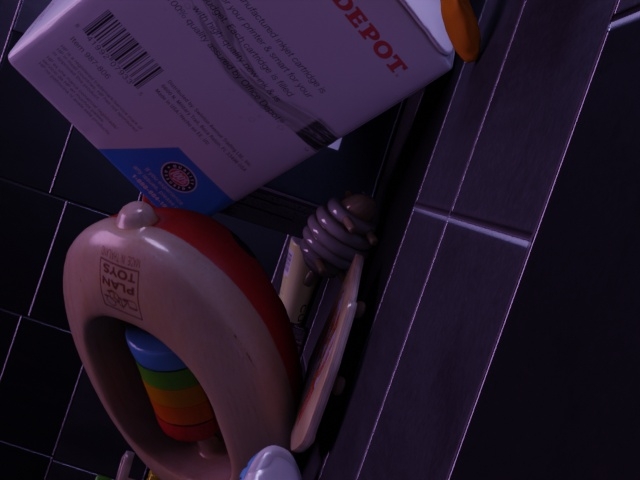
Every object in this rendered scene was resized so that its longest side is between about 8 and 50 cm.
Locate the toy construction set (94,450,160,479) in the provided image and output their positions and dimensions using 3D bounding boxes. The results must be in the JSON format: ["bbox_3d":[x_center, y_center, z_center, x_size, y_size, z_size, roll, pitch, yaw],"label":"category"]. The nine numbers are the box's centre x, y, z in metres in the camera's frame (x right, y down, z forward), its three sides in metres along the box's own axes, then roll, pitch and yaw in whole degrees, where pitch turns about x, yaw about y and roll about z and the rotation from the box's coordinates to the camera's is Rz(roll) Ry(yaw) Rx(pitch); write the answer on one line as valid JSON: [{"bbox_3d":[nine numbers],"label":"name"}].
[{"bbox_3d":[-0.215,0.353,1.708,0.257,0.237,0.309,148,141,-84],"label":"toy construction set"}]

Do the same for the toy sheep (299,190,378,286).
[{"bbox_3d":[0.019,0.001,1.278,0.132,0.091,0.091,-51,9,15],"label":"toy sheep"}]

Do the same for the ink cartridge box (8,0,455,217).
[{"bbox_3d":[-0.087,-0.229,1.216,0.395,0.285,0.166,-29,28,29],"label":"ink cartridge box"}]

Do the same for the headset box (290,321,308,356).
[{"bbox_3d":[-0.049,0.177,1.742,0.062,0.032,0.083,115,172,-62],"label":"headset box"}]

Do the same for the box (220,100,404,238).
[{"bbox_3d":[-0.016,-0.170,1.633,0.395,0.212,0.293,144,144,-82],"label":"box"}]

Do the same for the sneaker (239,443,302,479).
[{"bbox_3d":[-0.042,0.272,1.045,0.083,0.071,0.190,123,158,-49],"label":"sneaker"}]

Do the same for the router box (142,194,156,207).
[{"bbox_3d":[-0.169,-0.178,1.633,0.301,0.082,0.335,120,168,-68],"label":"router box"}]

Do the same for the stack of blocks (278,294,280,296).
[{"bbox_3d":[-0.129,0.248,1.993,0.171,0.087,0.297,98,-173,-74],"label":"stack of blocks"}]

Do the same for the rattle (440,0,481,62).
[{"bbox_3d":[0.167,-0.277,0.974,0.199,0.143,0.130,-46,12,-21],"label":"rattle"}]

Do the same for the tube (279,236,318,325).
[{"bbox_3d":[-0.044,0.109,1.864,0.062,0.070,0.240,37,119,46],"label":"tube"}]

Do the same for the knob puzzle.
[{"bbox_3d":[0.011,0.136,1.141,0.213,0.030,0.213,-160,90,-86],"label":"knob puzzle"}]

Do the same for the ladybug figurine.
[{"bbox_3d":[-0.141,0.129,1.296,0.162,0.305,0.449,-46,-38,-36],"label":"ladybug figurine"}]
